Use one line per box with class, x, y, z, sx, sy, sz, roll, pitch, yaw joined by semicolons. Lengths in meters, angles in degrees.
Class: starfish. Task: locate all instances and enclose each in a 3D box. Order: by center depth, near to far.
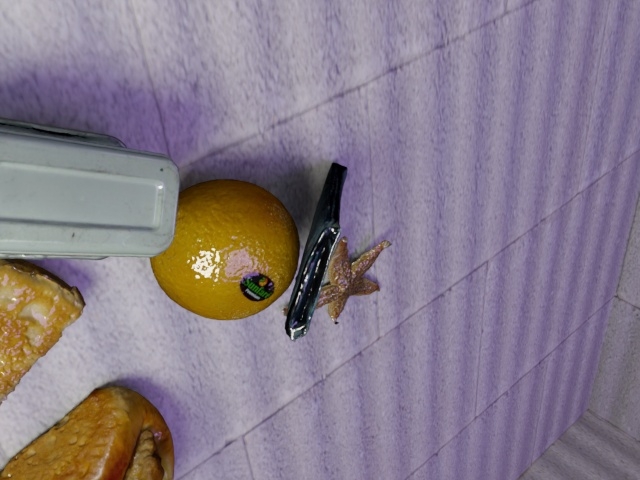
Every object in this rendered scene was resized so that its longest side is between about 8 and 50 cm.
starfish;0.043;0.077;1.449;0.295;0.048;0.231;-10;132;-39

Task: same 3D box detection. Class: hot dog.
hot dog;-0.392;0.433;1.109;0.405;0.223;0.185;-40;141;-18

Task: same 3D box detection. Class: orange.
orange;-0.143;0.014;1.084;0.236;0.236;0.236;-25;132;-32

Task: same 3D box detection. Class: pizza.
pizza;-0.473;0.111;0.912;0.323;0.089;0.223;17;96;-48

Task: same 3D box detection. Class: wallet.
wallet;0.000;0.000;1.166;0.379;0.046;0.190;-75;-179;-71

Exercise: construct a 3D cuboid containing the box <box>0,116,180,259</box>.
box;-0.326;-0.056;0.841;0.312;0.182;0.175;4;93;-47
